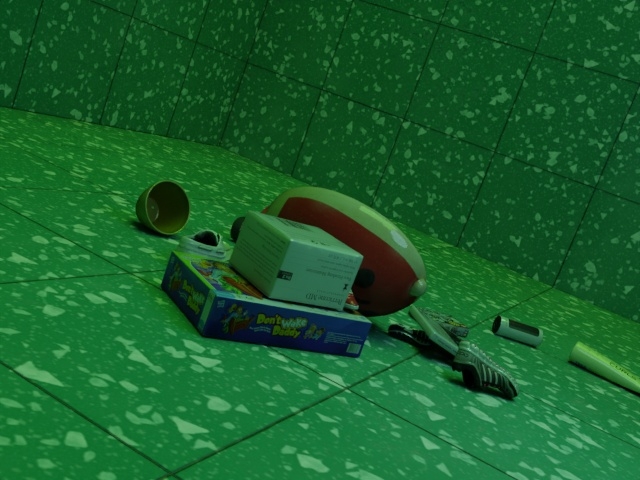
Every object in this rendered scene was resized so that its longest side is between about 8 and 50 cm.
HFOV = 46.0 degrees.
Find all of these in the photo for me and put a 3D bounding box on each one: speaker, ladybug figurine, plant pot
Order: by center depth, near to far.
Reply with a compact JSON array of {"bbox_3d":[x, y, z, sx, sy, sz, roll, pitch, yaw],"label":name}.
[{"bbox_3d":[0.031,0.043,1.710,0.449,0.305,0.162,19,46,34],"label":"ladybug figurine"},{"bbox_3d":[-0.408,-0.079,1.886,0.095,0.134,0.134,-3,-8,42],"label":"plant pot"},{"bbox_3d":[0.557,0.257,2.140,0.136,0.055,0.055,19,10,-9],"label":"speaker"}]

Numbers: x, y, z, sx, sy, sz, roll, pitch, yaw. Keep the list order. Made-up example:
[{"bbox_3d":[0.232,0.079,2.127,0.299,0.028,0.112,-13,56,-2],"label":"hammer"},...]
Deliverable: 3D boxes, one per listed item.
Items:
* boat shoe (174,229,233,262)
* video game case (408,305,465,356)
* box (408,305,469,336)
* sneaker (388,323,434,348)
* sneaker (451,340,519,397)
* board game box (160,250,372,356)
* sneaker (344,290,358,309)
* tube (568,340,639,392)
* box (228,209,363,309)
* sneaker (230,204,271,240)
[{"bbox_3d":[-0.255,0.018,1.728,0.095,0.084,0.258,21,10,8],"label":"boat shoe"},{"bbox_3d":[0.295,0.230,1.733,0.173,0.022,0.190,34,6,-14],"label":"video game case"},{"bbox_3d":[0.309,0.211,1.971,0.137,0.027,0.094,15,12,-27],"label":"box"},{"bbox_3d":[0.209,0.214,1.726,0.109,0.040,0.044,22,8,9],"label":"sneaker"},{"bbox_3d":[0.336,0.283,1.562,0.170,0.075,0.063,40,-13,-14],"label":"sneaker"},{"bbox_3d":[-0.106,0.124,1.470,0.347,0.078,0.233,13,12,-35],"label":"board game box"},{"bbox_3d":[0.050,0.093,1.519,0.042,0.067,0.118,15,11,-28],"label":"sneaker"},{"bbox_3d":[0.806,0.361,2.074,0.240,0.062,0.070,30,54,24],"label":"tube"},{"bbox_3d":[-0.050,0.038,1.466,0.181,0.119,0.182,13,13,-37],"label":"box"},{"bbox_3d":[-0.128,-0.027,2.162,0.145,0.090,0.270,25,22,21],"label":"sneaker"}]
